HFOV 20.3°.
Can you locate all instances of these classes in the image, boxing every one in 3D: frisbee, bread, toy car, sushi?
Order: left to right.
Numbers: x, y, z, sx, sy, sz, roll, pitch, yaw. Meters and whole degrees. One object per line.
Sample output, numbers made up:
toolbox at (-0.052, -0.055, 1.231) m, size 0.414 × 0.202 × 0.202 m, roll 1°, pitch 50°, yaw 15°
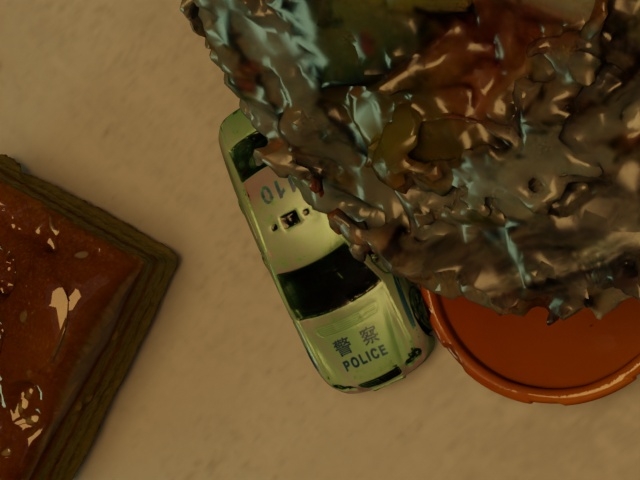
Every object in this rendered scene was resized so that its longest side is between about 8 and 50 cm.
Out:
bread at (-0.237, 0.072, 1.343) m, size 0.184 × 0.110 × 0.234 m, roll 31°, pitch 104°, yaw 19°
toy car at (0.000, 0.000, 1.261) m, size 0.090 × 0.076 × 0.224 m, roll -26°, pitch 83°, yaw 20°
sushi at (0.083, -0.147, 1.073) m, size 0.417 × 0.176 × 0.417 m, roll 18°, pitch 131°, yaw 21°
frisbee at (0.161, 0.016, 1.215) m, size 0.192 × 0.035 × 0.192 m, roll -2°, pitch 84°, yaw 24°
